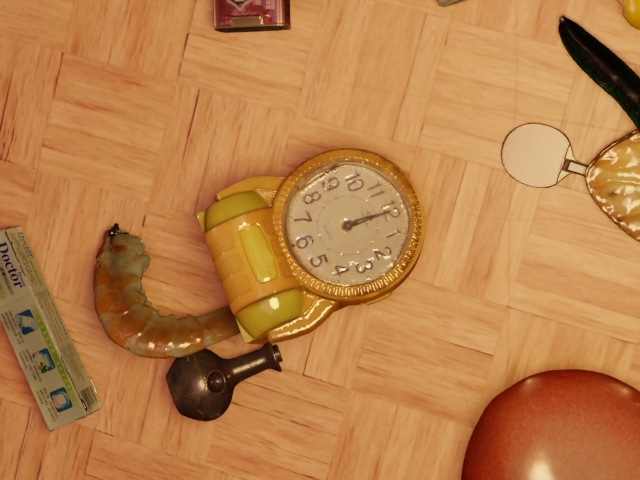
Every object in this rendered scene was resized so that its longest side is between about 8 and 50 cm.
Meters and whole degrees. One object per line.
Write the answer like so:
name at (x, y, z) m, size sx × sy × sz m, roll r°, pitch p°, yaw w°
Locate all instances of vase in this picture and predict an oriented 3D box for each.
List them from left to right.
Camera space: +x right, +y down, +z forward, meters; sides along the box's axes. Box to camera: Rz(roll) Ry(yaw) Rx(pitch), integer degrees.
vase at (-0.149, 0.211, 1.751) m, size 0.183 × 0.120 × 0.120 m, roll -22°, pitch 91°, yaw -4°

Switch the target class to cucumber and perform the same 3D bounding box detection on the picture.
cucumber at (0.434, -0.215, 1.577) m, size 0.056 × 0.056 × 0.284 m, roll -40°, pitch 71°, yaw 13°

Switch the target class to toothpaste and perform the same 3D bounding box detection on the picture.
toothpaste at (-0.471, 0.144, 1.826) m, size 0.081 × 0.067 × 0.336 m, roll -24°, pitch 90°, yaw 14°

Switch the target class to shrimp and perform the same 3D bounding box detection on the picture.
shrimp at (-0.247, 0.100, 1.736) m, size 0.287 × 0.068 × 0.185 m, roll 19°, pitch 63°, yaw 11°

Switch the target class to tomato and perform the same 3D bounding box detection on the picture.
tomato at (0.361, 0.361, 1.565) m, size 0.342 × 0.273 × 0.341 m, roll 1°, pitch 96°, yaw 12°

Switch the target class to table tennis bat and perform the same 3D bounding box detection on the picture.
table tennis bat at (0.348, -0.120, 1.649) m, size 0.158 × 0.014 × 0.095 m, roll 19°, pitch 98°, yaw 10°

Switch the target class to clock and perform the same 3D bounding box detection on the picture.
clock at (0.000, 0.000, 1.644) m, size 0.317 × 0.200 × 0.244 m, roll -23°, pitch 82°, yaw 1°

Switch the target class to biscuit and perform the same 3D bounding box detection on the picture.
biscuit at (0.515, -0.081, 1.600) m, size 0.260 × 0.041 × 0.202 m, roll 7°, pitch 100°, yaw 8°

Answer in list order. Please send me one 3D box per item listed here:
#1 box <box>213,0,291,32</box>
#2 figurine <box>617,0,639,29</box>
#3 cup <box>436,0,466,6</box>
box at (-0.107, -0.433, 1.684) m, size 0.120 × 0.069 × 0.224 m, roll -2°, pitch 95°, yaw 13°
figurine at (0.430, -0.378, 1.553) m, size 0.185 × 0.127 × 0.234 m, roll -12°, pitch 103°, yaw 18°
cup at (0.204, -0.402, 1.613) m, size 0.102 × 0.074 × 0.099 m, roll -15°, pitch 95°, yaw 33°
